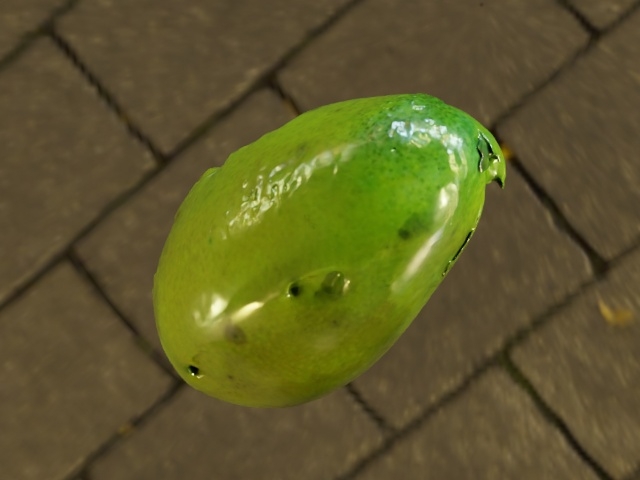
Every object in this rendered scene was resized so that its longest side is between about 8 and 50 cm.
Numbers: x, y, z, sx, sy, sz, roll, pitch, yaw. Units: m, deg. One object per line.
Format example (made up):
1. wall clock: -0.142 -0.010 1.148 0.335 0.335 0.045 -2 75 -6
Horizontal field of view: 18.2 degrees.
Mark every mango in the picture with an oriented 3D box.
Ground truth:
1. mango: -0.001 0.000 0.793 0.100 0.119 0.178 41 135 -10
